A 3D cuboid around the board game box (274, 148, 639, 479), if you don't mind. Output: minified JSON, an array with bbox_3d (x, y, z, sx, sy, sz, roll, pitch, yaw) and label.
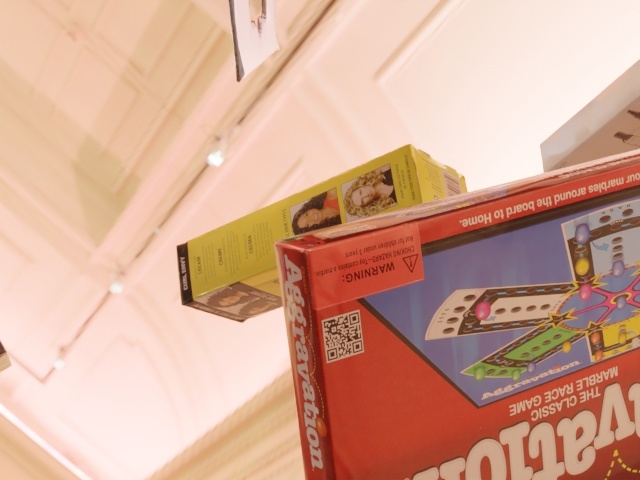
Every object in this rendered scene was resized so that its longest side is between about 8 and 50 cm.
[{"bbox_3d":[0.116,0.040,0.495,0.027,0.281,0.145,17,-63,57],"label":"board game box"}]

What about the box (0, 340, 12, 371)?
[{"bbox_3d":[-0.439,0.064,1.404,0.207,0.036,0.114,58,-17,5],"label":"box"}]

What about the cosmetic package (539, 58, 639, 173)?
[{"bbox_3d":[0.423,-0.162,1.663,0.099,0.060,0.239,14,-33,-22],"label":"cosmetic package"}]

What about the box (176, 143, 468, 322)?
[{"bbox_3d":[0.000,0.000,0.929,0.232,0.058,0.087,-22,-26,28],"label":"box"}]

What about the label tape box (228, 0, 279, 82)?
[{"bbox_3d":[-0.095,-0.287,0.800,0.106,0.240,0.333,0,-76,5],"label":"label tape box"}]
